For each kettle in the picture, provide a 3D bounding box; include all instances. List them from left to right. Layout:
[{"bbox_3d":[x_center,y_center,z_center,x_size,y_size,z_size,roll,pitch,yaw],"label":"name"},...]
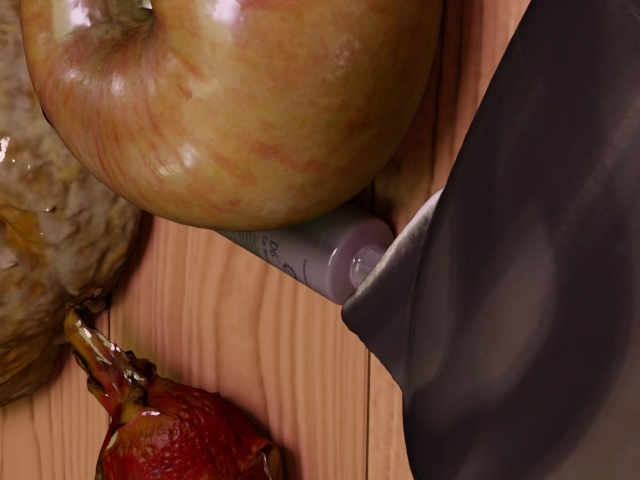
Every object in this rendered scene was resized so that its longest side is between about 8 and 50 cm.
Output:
[{"bbox_3d":[0.186,0.036,0.585,0.321,0.228,0.324,29,124,3],"label":"kettle"}]

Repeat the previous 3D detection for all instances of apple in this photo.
[{"bbox_3d":[-0.046,-0.130,0.770,0.261,0.194,0.260,3,95,43],"label":"apple"}]

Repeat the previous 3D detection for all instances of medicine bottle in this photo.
[{"bbox_3d":[0.000,0.000,0.836,0.199,0.058,0.057,30,114,36],"label":"medicine bottle"}]

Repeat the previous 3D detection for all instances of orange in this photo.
[{"bbox_3d":[-0.291,-0.023,1.009,0.368,0.210,0.271,-49,65,38],"label":"orange"}]

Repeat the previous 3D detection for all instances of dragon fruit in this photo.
[{"bbox_3d":[-0.106,0.133,0.906,0.246,0.125,0.125,55,159,26],"label":"dragon fruit"}]
